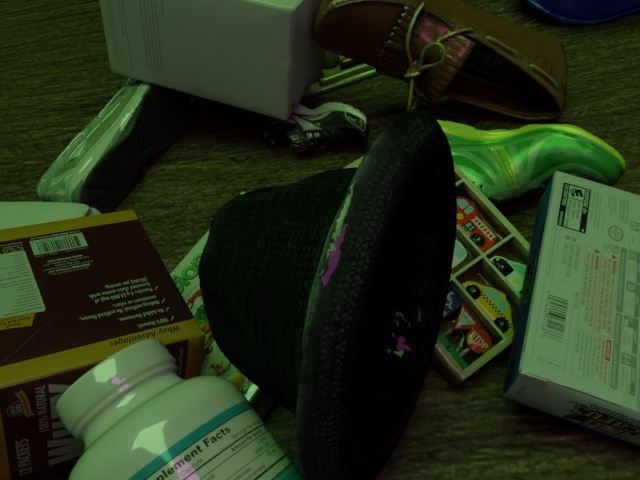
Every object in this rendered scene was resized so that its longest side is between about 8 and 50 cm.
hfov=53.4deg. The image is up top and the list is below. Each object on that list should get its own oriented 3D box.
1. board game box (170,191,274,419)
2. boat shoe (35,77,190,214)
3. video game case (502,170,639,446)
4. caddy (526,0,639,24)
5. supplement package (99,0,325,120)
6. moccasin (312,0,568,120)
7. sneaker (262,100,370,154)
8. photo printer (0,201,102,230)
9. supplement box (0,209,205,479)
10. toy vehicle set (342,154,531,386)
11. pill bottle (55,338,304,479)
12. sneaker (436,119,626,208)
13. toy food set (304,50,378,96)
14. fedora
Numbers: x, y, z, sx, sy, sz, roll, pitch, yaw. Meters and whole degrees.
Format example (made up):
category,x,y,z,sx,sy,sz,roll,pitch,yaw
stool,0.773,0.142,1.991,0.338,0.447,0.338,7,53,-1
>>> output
category,x,y,z,sx,sy,sz,roll,pitch,yaw
board game box,-0.100,0.088,0.734,0.193,0.053,0.305,21,59,29
boat shoe,-0.313,-0.171,1.001,0.103,0.118,0.320,15,59,19
video game case,0.326,0.072,0.626,0.244,0.061,0.270,18,52,10
caddy,0.502,-0.509,1.098,0.341,0.179,0.241,-18,70,-4
supplement package,-0.149,-0.328,0.942,0.292,0.178,0.175,18,46,10
moccasin,0.172,-0.253,0.900,0.379,0.139,0.147,17,55,-17
sneaker,-0.010,-0.160,0.964,0.178,0.072,0.077,10,62,31
photo printer,-0.425,0.088,0.782,0.255,0.107,0.308,1,48,13
supplement box,-0.238,0.090,0.603,0.191,0.129,0.194,-12,44,-31
toy vehicle set,0.128,0.007,0.715,0.166,0.035,0.267,-33,72,-18
pill bottle,-0.081,0.202,0.460,0.146,0.146,0.264,-34,75,-19
sneaker,0.228,-0.081,0.818,0.295,0.109,0.124,4,70,15
toy food set,0.049,-0.382,1.131,0.306,0.092,0.220,-20,46,-6
fedora,0.004,0.044,0.517,0.152,0.334,0.334,13,51,21
